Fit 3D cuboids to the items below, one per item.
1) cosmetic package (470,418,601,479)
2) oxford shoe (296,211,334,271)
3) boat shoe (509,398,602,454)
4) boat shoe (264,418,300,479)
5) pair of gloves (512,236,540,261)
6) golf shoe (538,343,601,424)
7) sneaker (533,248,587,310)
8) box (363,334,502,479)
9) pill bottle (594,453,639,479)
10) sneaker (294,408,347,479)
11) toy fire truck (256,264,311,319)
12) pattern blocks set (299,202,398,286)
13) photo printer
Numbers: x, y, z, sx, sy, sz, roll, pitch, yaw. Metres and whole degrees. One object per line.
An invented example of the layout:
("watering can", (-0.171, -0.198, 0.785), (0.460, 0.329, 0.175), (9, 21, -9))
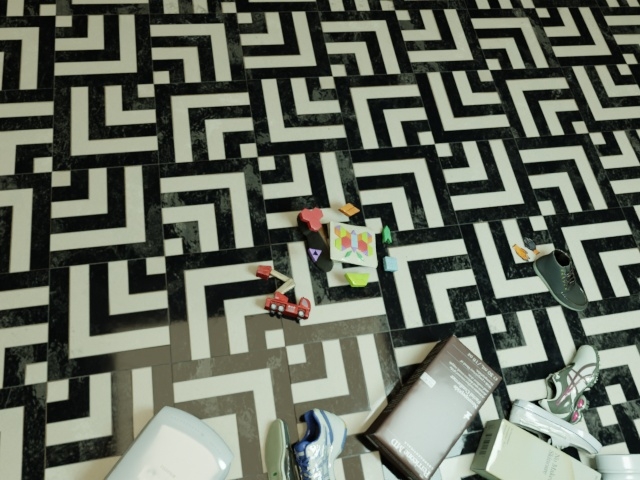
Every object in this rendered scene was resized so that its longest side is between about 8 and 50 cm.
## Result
("cosmetic package", (0.607, 0.656, 1.422), (0.309, 0.113, 0.160), (28, 66, 4))
("oxford shoe", (0.000, 0.000, 1.628), (0.076, 0.076, 0.212), (-11, 77, -56))
("boat shoe", (0.689, 0.571, 1.480), (0.267, 0.096, 0.088), (29, 70, 5))
("boat shoe", (-0.098, 0.609, 1.362), (0.079, 0.084, 0.233), (18, 51, -42))
("pair of gloves", (0.724, 0.031, 1.755), (0.083, 0.010, 0.074), (-31, 75, -20))
("golf shoe", (0.778, 0.428, 1.551), (0.120, 0.105, 0.273), (28, 65, 11))
("sneaker", (0.820, 0.135, 1.668), (0.083, 0.118, 0.222), (-37, 77, -21))
("box", (0.322, 0.477, 1.439), (0.191, 0.143, 0.381), (42, 69, 9))
("pill bottle", (0.864, 0.763, 1.381), (0.176, 0.176, 0.319), (2, 67, -8))
("sneaker", (-0.026, 0.594, 1.319), (0.131, 0.112, 0.297), (37, 46, -25))
("toy fire truck", (-0.116, 0.161, 1.550), (0.192, 0.047, 0.135), (15, 65, -3))
("pattern blocks set", (0.102, 0.010, 1.605), (0.324, 0.026, 0.286), (-3, 69, -30))
("photo printer", (-0.393, 0.607, 1.287), (0.256, 0.107, 0.307), (35, 67, 6))
